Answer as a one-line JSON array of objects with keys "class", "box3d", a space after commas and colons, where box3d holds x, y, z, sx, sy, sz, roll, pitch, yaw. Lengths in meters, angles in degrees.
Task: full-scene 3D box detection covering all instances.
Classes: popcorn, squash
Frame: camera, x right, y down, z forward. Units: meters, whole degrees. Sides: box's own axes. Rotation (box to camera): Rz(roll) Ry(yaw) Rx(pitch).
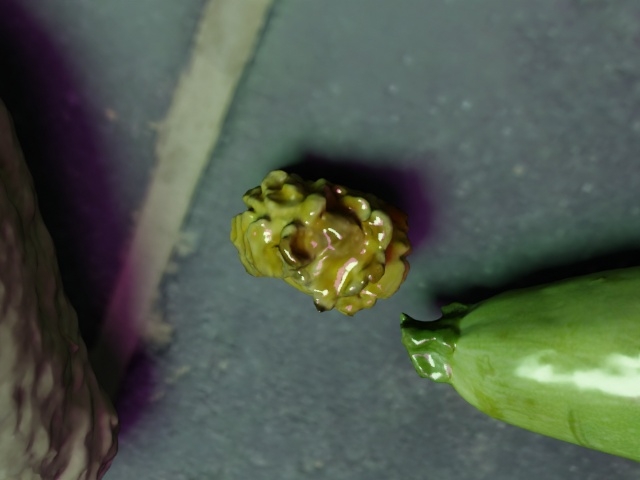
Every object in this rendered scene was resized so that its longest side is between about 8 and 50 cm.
[{"class": "popcorn", "box3d": [0.000, 0.000, 0.528, 0.082, 0.083, 0.057, 24, 97, 17]}, {"class": "squash", "box3d": [0.219, 0.055, 0.510, 0.370, 0.118, 0.118, -5, 122, 12]}]

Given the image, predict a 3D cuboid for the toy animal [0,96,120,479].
[{"class": "toy animal", "box3d": [-0.231, 0.017, 0.502, 0.226, 0.188, 0.359, -7, 121, 5]}]
